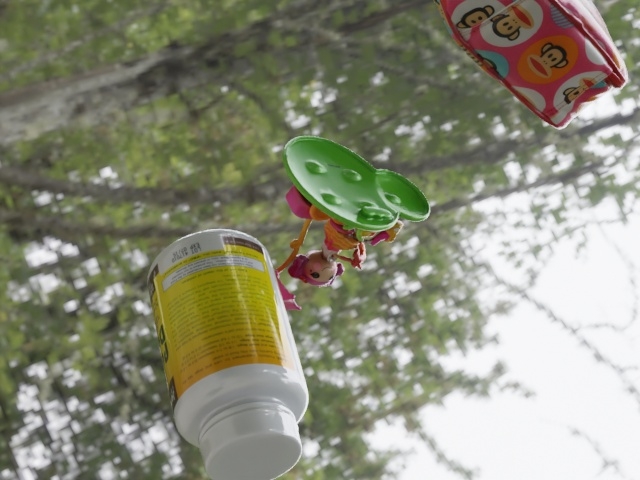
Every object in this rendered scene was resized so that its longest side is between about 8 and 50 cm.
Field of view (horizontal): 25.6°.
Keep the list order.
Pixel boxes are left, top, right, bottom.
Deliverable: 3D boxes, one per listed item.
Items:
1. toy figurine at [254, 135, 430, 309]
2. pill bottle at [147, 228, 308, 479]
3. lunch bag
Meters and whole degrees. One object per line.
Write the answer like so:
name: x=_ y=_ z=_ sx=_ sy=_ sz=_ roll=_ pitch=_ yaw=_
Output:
toy figurine: x=0.000 y=0.000 z=1.410 sx=0.159 sy=0.173 sz=0.130 roll=-55 pitch=-136 yaw=31
pill bottle: x=-0.080 y=0.103 z=1.239 sx=0.117 sy=0.117 sz=0.215 roll=-58 pitch=-143 yaw=40
lunch bag: x=0.198 y=-0.282 z=1.526 sx=0.120 sy=0.293 sz=0.258 roll=-35 pitch=-135 yaw=20
